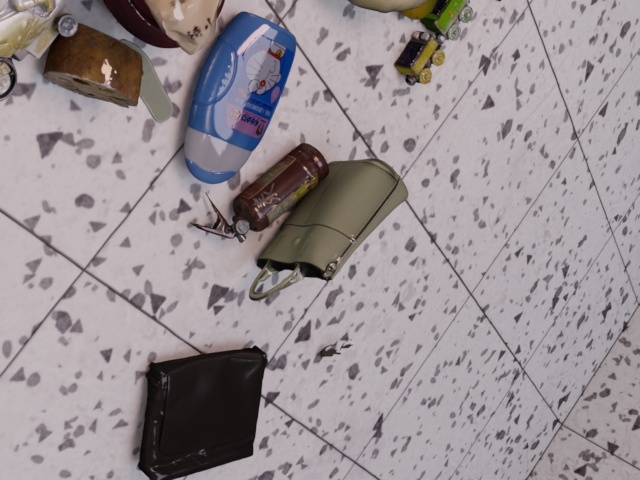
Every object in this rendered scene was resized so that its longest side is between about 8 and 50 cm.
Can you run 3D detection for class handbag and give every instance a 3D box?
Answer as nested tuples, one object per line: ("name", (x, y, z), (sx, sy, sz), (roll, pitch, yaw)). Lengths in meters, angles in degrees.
("handbag", (-0.214, 0.302, 1.542), (0.247, 0.080, 0.223), (-5, 108, -43))
("handbag", (0.000, 0.000, 1.481), (0.109, 0.241, 0.315), (45, 70, -23))

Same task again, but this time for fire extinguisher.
("fire extinguisher", (-0.107, -0.077, 1.453), (0.252, 0.106, 0.075), (-41, 178, -22))

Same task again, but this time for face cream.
("face cream", (-0.132, -0.212, 1.321), (0.149, 0.083, 0.264), (16, 100, -47))

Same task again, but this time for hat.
("hat", (-0.213, -0.358, 1.145), (0.205, 0.089, 0.205), (-18, 118, -38))

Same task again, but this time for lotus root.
("lotus root", (-0.289, -0.226, 1.119), (0.122, 0.112, 0.081), (23, 88, -50))

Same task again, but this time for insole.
("insole", (-0.255, -0.229, 1.241), (0.053, 0.002, 0.152), (-46, 138, -18))

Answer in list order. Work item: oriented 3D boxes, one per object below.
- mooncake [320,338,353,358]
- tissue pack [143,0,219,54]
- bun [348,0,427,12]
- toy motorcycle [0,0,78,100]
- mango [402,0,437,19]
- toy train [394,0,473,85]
("mooncake", (0.030, 0.103, 1.702), (0.150, 0.057, 0.346), (-2, 117, -33))
("tissue pack", (-0.139, -0.471, 1.025), (0.375, 0.195, 0.390), (-40, 106, -23))
("bun", (0.105, -0.470, 1.379), (0.231, 0.133, 0.231), (-2, 97, -15))
("toy motorcycle", (-0.377, -0.280, 1.026), (0.228, 0.074, 0.151), (-55, 141, 1))
("mango", (0.175, -0.479, 1.495), (0.122, 0.085, 0.191), (-14, 124, -47))
("toy train", (0.212, -0.385, 1.616), (0.081, 0.060, 0.202), (39, 82, -43))
